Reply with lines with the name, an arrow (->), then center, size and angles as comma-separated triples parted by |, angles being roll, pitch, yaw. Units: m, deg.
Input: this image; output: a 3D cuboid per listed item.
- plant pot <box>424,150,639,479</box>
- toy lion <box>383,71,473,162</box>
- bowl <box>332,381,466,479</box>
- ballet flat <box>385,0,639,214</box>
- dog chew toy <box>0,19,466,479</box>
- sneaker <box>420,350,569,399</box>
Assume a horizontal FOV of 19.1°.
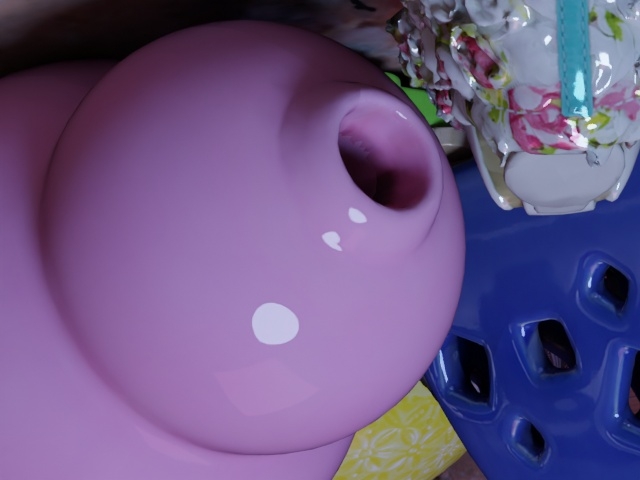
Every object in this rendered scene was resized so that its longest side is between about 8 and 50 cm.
plant pot -> 0.194, 0.043, 0.700 | 0.236, 0.212, 0.236 | -12, 174, -42
toy lion -> 0.001, -0.044, 0.698 | 0.096, 0.034, 0.100 | 5, 166, -23
bowl -> -0.008, 0.105, 1.146 | 0.289, 0.156, 0.289 | -7, 169, -1
ballet flat -> 0.060, -0.045, 0.524 | 0.091, 0.077, 0.241 | -6, 177, 10
dog chew toy -> -0.079, 0.033, 0.636 | 0.206, 0.207, 0.332 | 1, 158, -38
sneaker -> 0.119, 0.025, 0.938 | 0.122, 0.110, 0.283 | -34, 174, 13
